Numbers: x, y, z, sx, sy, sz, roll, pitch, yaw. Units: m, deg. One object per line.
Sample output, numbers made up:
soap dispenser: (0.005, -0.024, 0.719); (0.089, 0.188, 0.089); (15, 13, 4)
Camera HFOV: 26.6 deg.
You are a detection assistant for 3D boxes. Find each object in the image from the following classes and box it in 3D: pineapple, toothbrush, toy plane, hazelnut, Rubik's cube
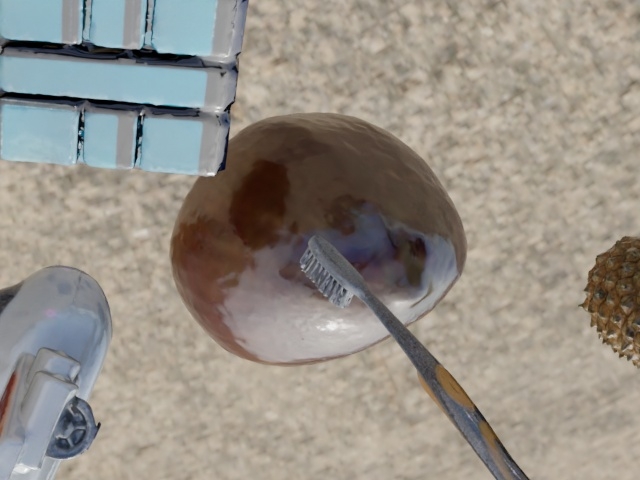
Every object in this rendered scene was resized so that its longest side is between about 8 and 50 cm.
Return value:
pineapple: (0.285, 0.083, 1.039); (0.130, 0.277, 0.119); (12, 106, -14)
toothbrush: (0.090, 0.112, 0.895); (0.023, 0.321, 0.031); (-17, 145, -44)
toy plane: (-0.231, 0.133, 0.969); (0.118, 0.252, 0.252); (28, 125, -17)
hazelnut: (0.000, 0.000, 1.906); (0.421, 0.421, 0.352); (-5, 100, -24)
Rubik's cube: (-0.239, -0.268, 1.593); (0.289, 0.293, 0.283); (6, 134, -8)
